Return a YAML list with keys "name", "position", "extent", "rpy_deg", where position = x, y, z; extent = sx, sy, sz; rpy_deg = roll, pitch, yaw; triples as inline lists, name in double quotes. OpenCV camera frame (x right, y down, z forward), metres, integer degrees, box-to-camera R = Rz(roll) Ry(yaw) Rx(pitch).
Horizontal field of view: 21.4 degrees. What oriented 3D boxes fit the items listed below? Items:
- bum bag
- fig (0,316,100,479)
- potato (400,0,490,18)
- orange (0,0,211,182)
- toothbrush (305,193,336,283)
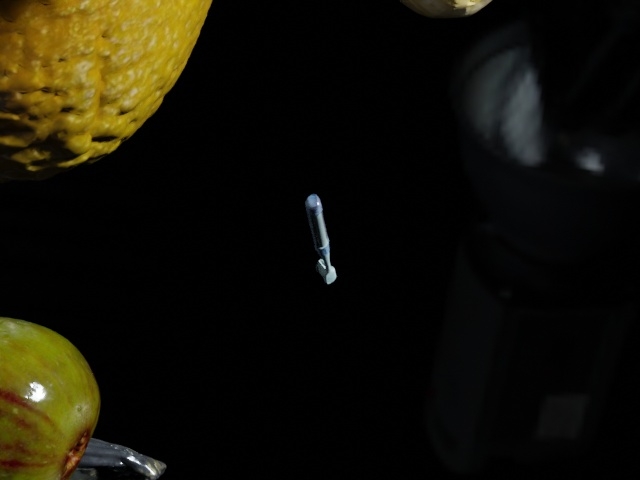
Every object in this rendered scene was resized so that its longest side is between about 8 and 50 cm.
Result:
- name: "bum bag"
  position: [-0.259, 0.192, 1.490]
  extent: [0.102, 0.248, 0.069]
  rpy_deg: [-176, -83, -77]
- name: "fig"
  position: [-0.249, 0.078, 1.086]
  extent: [0.124, 0.236, 0.124]
  rpy_deg: [-47, 158, -25]
- name: "potato"
  position: [0.113, -0.296, 1.548]
  extent: [0.146, 0.150, 0.234]
  rpy_deg: [58, 8, -31]
- name: "orange"
  position: [-0.196, -0.214, 0.972]
  extent: [0.322, 0.322, 0.357]
  rpy_deg: [-124, -153, -71]
- name: "toothbrush"
  position: [0.000, 0.000, 1.661]
  extent: [0.019, 0.016, 0.219]
  rpy_deg: [50, -9, 18]
